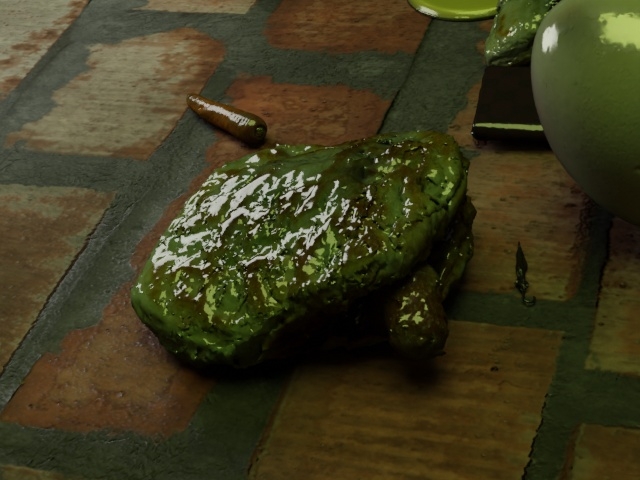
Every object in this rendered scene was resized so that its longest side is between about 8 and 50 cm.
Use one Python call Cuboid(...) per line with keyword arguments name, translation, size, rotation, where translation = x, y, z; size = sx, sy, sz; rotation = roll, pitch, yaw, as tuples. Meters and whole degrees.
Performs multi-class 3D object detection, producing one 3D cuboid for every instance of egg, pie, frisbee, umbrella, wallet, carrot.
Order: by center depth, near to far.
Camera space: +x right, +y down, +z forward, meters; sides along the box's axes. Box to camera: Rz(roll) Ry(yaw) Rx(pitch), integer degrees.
Cuboid(name="egg", translation=(0.414, -0.175, 1.600), size=(0.283, 0.345, 0.283), rotation=(-41, 18, 17))
Cuboid(name="pie", translation=(-0.018, -0.007, 1.611), size=(0.418, 0.180, 0.395), rotation=(-2, 39, 22))
Cuboid(name="umbrella", translation=(0.253, 0.039, 1.617), size=(0.022, 0.013, 0.122), rotation=(2, 37, -3))
Cuboid(name="wallet", translation=(0.342, -0.197, 1.869), size=(0.229, 0.049, 0.182), rotation=(3, 40, 14))
Cuboid(name="carrot", translation=(-0.151, -0.192, 1.983), size=(0.047, 0.047, 0.191), rotation=(-34, 39, -28))
Cuboid(name="pie", translation=(0.344, -0.372, 1.986), size=(0.201, 0.090, 0.248), rotation=(-9, 44, 49))
Cuboid(name="frisbee", translation=(0.264, -0.445, 2.223), size=(0.235, 0.017, 0.236), rotation=(-6, 38, 5))
